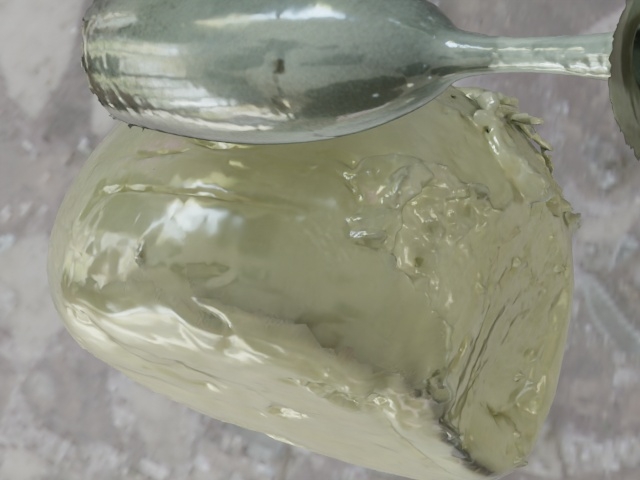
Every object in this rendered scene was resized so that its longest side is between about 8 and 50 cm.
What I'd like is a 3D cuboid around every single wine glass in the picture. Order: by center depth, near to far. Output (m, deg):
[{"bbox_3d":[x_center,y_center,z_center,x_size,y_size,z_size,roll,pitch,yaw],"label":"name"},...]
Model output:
[{"bbox_3d":[0.016,-0.054,0.490,0.198,0.066,0.066,8,123,43],"label":"wine glass"}]

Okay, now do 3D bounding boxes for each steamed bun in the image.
[{"bbox_3d":[0.000,0.000,1.114,0.312,0.233,0.334,15,163,19],"label":"steamed bun"}]
